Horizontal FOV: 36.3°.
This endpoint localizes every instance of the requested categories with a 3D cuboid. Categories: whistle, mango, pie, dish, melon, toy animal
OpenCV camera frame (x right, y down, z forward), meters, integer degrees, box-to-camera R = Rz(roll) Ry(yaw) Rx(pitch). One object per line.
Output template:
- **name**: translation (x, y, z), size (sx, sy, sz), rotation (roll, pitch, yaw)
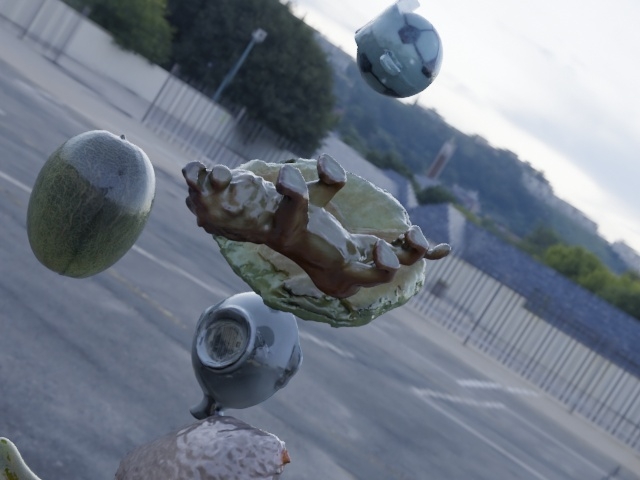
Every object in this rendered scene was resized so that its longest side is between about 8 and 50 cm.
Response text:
- **whistle**: translation (0.144, -0.334, 1.711), size (0.163, 0.163, 0.289), rotation (32, 25, 1)
- **mango**: translation (-0.553, 0.510, 1.818), size (0.289, 0.146, 0.129), rotation (52, -12, -16)
- **pie**: translation (0.000, 0.000, 1.278), size (0.306, 0.071, 0.306), rotation (10, 46, -11)
- **dish**: translation (-0.144, 0.178, 1.559), size (0.224, 0.246, 0.078), rotation (23, -7, 34)
- **melon**: translation (-0.488, -0.077, 2.075), size (0.249, 0.329, 0.248), rotation (28, 6, -3)
- **toy animal**: translation (-0.185, 0.382, 1.449), size (0.188, 0.358, 0.226), rotation (40, 40, -27)
- **toy animal**: translation (-0.014, -0.010, 1.095), size (0.312, 0.157, 0.097), rotation (35, 46, -29)
